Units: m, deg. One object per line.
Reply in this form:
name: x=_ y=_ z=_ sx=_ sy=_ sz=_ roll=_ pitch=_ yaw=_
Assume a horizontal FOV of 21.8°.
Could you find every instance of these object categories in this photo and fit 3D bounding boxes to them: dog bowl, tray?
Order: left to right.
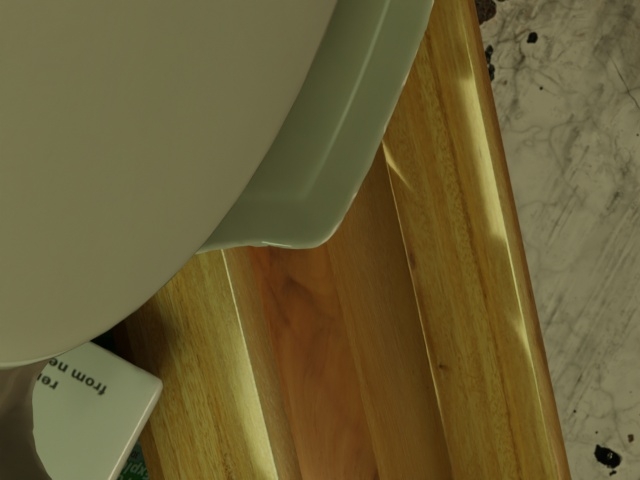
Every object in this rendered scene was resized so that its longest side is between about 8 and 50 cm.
dog bowl: x=-0.068 y=-0.097 z=0.396 sx=0.349 sy=0.102 sz=0.348 roll=-51 pitch=152 yaw=-41
tray: x=0.000 y=0.000 z=0.681 sx=0.076 sy=0.410 sz=0.203 roll=-5 pitch=-166 yaw=37

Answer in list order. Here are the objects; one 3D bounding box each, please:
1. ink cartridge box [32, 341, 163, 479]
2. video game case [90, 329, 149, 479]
ink cartridge box: x=-0.186 y=0.173 z=0.589 sx=0.289 sy=0.122 sz=0.211 roll=-63 pitch=-176 yaw=-27
video game case: x=-0.133 y=0.035 z=0.851 sx=0.300 sy=0.329 sz=0.036 roll=-63 pitch=142 yaw=-21
